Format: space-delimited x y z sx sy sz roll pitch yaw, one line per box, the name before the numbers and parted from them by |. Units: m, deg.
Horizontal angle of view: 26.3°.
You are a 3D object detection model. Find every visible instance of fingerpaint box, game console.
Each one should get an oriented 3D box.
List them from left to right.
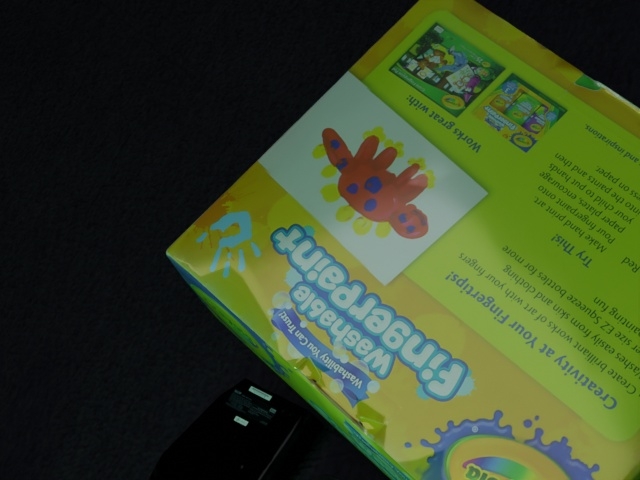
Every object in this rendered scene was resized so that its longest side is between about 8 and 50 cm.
game console | -0.028 0.272 1.278 0.361 0.044 0.213 22 70 42
fingerpaint box | 0.153 0.040 1.203 0.371 0.163 0.445 -46 61 -9
